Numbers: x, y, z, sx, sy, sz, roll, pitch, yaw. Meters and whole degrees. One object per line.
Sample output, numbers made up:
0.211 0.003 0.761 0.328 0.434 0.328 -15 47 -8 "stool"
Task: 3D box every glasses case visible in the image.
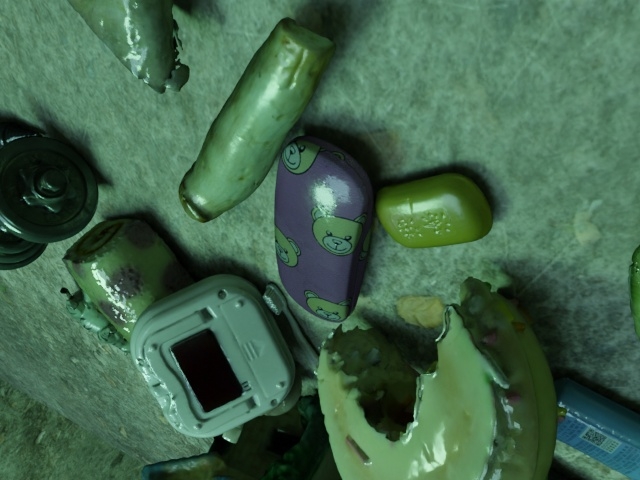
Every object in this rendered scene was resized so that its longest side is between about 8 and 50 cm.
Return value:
0.000 0.000 0.757 0.123 0.076 0.316 32 147 21 "glasses case"

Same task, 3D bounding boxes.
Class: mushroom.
-0.075 -0.125 0.651 0.087 0.107 0.333 25 144 -15 "mushroom"

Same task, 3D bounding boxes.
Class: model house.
-0.153 0.486 1.197 0.343 0.382 0.334 14 139 24 "model house"

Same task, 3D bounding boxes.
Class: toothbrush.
-0.028 0.191 1.050 0.025 0.029 0.307 -3 131 33 "toothbrush"

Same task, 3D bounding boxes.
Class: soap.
0.121 -0.030 0.653 0.140 0.045 0.089 -9 121 45 "soap"

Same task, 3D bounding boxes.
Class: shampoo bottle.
0.351 0.238 0.762 0.258 0.061 0.103 26 143 13 "shampoo bottle"

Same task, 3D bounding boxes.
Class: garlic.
-0.114 0.296 1.115 0.131 0.194 0.127 8 145 25 "garlic"

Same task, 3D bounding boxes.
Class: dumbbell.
-0.535 -0.055 1.054 0.406 0.179 0.179 -18 119 48 "dumbbell"

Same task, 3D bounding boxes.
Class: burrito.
-0.208 -0.321 0.540 0.175 0.107 0.347 35 146 27 "burrito"

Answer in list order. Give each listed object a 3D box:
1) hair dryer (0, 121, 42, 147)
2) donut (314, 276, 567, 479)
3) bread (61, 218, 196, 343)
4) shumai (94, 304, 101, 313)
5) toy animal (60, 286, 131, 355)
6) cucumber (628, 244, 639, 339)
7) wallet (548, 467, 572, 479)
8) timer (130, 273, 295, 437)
-0.645 -0.168 1.038 0.352 0.189 0.107 1 136 21 "hair dryer"
0.146 0.229 0.759 0.150 0.307 0.371 4 159 -33 "donut"
-0.307 0.122 1.091 0.187 0.155 0.338 -5 129 47 "bread"
-0.414 0.125 1.251 0.124 0.099 0.087 -6 145 46 "shumai"
-0.518 0.200 1.422 0.170 0.090 0.255 -7 125 49 "toy animal"
0.384 0.093 0.538 0.325 0.105 0.145 53 168 -23 "cucumber"
0.461 0.506 0.985 0.406 0.062 0.228 33 145 4 "wallet"
-0.177 0.201 0.997 0.262 0.237 0.087 66 172 -16 "timer"
